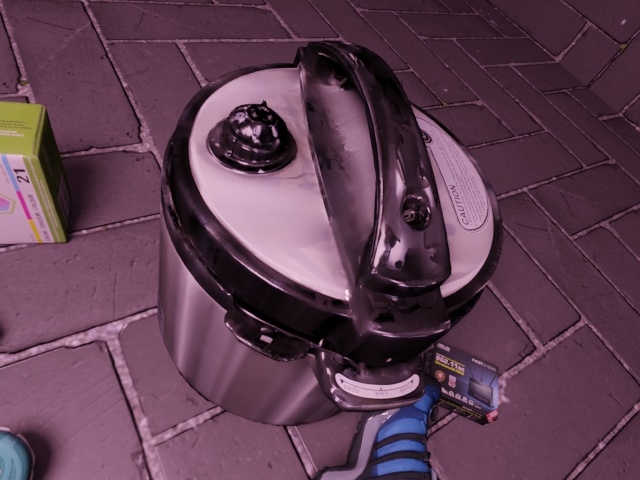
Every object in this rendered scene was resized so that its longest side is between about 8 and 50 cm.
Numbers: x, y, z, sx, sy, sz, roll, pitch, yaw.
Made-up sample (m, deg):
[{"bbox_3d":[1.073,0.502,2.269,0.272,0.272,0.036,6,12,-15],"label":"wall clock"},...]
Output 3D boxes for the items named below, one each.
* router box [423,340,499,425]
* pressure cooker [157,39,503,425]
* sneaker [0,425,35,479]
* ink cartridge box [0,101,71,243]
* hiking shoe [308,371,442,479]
[{"bbox_3d":[0.223,0.226,0.673,0.123,0.038,0.092,25,49,-2],"label":"router box"},{"bbox_3d":[-0.005,0.001,0.505,0.370,0.420,0.375,39,50,11],"label":"pressure cooker"},{"bbox_3d":[-0.365,0.287,0.340,0.107,0.110,0.275,49,52,-12],"label":"sneaker"},{"bbox_3d":[-0.481,-0.080,0.533,0.256,0.188,0.096,-2,57,-21],"label":"ink cartridge box"},{"bbox_3d":[0.092,0.281,0.500,0.132,0.113,0.304,21,37,30],"label":"hiking shoe"}]
